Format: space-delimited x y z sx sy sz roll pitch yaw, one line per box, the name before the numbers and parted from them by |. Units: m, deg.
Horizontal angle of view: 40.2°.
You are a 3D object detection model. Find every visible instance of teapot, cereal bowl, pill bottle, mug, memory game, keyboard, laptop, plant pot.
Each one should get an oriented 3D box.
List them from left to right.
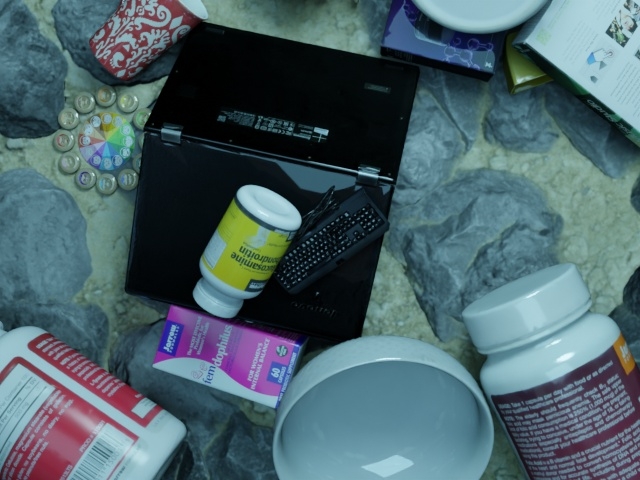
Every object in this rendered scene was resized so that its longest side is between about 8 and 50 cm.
pill bottle | -0.440 0.284 1.399 0.408 0.229 0.229 33 96 3
memory game | -0.361 -0.169 1.473 0.186 0.012 0.186 0 94 5
mug | -0.280 -0.353 1.416 0.169 0.150 0.113 -38 117 17
pill bottle | -0.112 0.019 1.268 0.103 0.103 0.184 32 111 3
laptop | -0.074 -0.101 1.395 0.382 0.236 0.407 13 53 3
keyboard | 0.000 0.000 1.282 0.192 0.038 0.100 -36 100 16
cereal bowl | 0.093 0.281 1.368 0.339 0.141 0.338 0 119 -1
teapot | 0.227 -0.427 1.223 0.256 0.187 0.252 41 131 -16
plant pot | 0.326 -0.287 1.372 0.081 0.081 0.083 -19 85 6
pill bottle | 0.382 0.248 1.325 0.224 0.224 0.392 -26 91 6

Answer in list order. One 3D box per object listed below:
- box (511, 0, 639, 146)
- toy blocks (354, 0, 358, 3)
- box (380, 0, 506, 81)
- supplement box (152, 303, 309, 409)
box | 0.477 -0.296 1.314 0.322 0.058 0.232 34 90 -13
toy blocks | -0.002 -0.452 1.402 0.148 0.054 0.123 10 95 5
box | 0.214 -0.401 1.364 0.184 0.103 0.261 14 94 2
supplement box | -0.144 0.180 1.425 0.220 0.114 0.111 17 95 6
